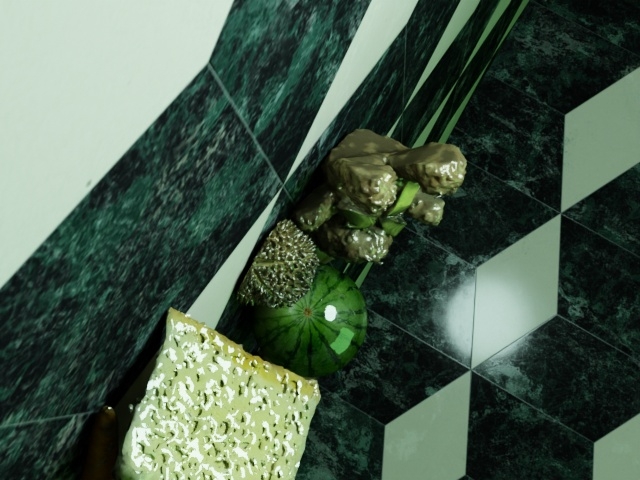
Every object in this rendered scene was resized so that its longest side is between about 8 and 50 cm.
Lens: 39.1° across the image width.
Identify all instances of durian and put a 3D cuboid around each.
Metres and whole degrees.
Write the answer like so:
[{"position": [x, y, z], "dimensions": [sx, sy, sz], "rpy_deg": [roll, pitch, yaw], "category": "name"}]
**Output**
[{"position": [-0.047, 0.043, 1.319], "dimensions": [0.148, 0.091, 0.188], "rpy_deg": [-63, 174, 21], "category": "durian"}]

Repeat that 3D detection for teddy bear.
[{"position": [0.078, -0.044, 1.360], "dimensions": [0.296, 0.246, 0.223], "rpy_deg": [-140, -137, -64], "category": "teddy bear"}]

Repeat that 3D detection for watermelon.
[{"position": [-0.017, 0.128, 1.461], "dimensions": [0.188, 0.188, 0.215], "rpy_deg": [-59, 174, -6], "category": "watermelon"}]

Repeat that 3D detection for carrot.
[{"position": [-0.246, 0.267, 1.026], "dimensions": [0.061, 0.061, 0.257], "rpy_deg": [-53, 166, -40], "category": "carrot"}]

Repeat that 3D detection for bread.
[{"position": [-0.185, 0.247, 1.085], "dimensions": [0.315, 0.279, 0.249], "rpy_deg": [-23, -140, 34], "category": "bread"}]

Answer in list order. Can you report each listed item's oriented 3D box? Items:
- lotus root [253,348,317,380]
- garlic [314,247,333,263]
[{"position": [-0.106, 0.310, 1.705], "dimensions": [0.275, 0.152, 0.160], "rpy_deg": [-51, 177, -41], "category": "lotus root"}, {"position": [0.007, 0.003, 1.597], "dimensions": [0.084, 0.066, 0.152], "rpy_deg": [-51, 171, -38], "category": "garlic"}]
